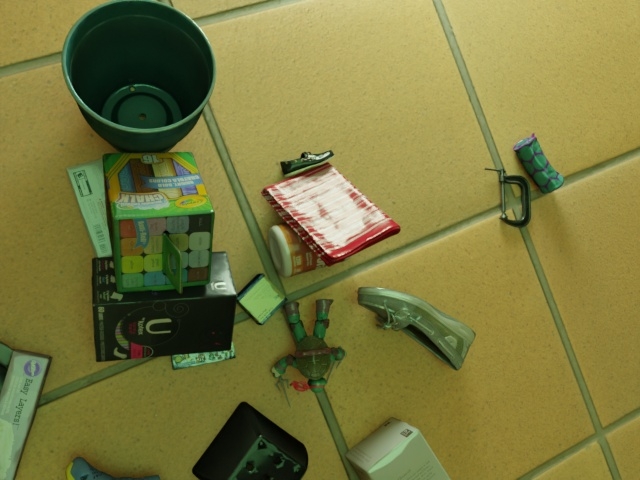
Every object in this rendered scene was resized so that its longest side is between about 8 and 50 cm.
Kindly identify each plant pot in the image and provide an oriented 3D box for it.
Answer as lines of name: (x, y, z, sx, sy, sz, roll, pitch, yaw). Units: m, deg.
plant pot: (-0.359, -0.291, 1.296, 0.272, 0.255, 0.271, 4, 75, -15)
plant pot: (-0.134, 0.479, 1.362, 0.187, 0.167, 0.188, 39, 76, -10)

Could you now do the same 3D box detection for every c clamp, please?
c clamp: (0.489, -0.111, 1.685, 0.137, 0.022, 0.160, -4, 85, -23)

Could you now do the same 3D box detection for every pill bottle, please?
pill bottle: (0.000, 0.000, 1.466, 0.216, 0.121, 0.121, -16, 90, -18)

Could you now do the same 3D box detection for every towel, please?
towel: (0.021, -0.067, 1.428, 0.199, 0.031, 0.275, -25, 53, -27)

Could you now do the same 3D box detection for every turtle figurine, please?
turtle figurine: (-0.018, 0.251, 1.449, 0.176, 0.118, 0.234, -2, 80, -18)

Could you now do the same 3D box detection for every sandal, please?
sandal: (-0.372, 0.530, 1.313, 0.317, 0.126, 0.138, 45, 71, -18)

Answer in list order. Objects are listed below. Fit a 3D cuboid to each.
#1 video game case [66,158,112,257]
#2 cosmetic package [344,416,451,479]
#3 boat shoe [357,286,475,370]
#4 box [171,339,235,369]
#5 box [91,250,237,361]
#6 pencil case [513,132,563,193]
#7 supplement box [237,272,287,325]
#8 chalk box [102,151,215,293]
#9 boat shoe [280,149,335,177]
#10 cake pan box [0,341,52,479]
video game case: (-0.415, -0.080, 1.394, 0.194, 0.023, 0.212, -19, 90, -18)
cosmetic package: (0.181, 0.527, 1.464, 0.152, 0.151, 0.183, -34, 95, -17)
boat shoe: (0.220, 0.200, 1.525, 0.321, 0.118, 0.103, 29, 73, -20)
box: (-0.260, 0.223, 1.415, 0.137, 0.027, 0.093, -9, 87, -18)
box: (-0.316, 0.131, 1.310, 0.271, 0.143, 0.165, -3, 130, -18)
pencil case: (0.570, -0.199, 1.692, 0.070, 0.064, 0.151, -36, 97, -1)
supplement box: (-0.135, 0.131, 1.447, 0.083, 0.056, 0.083, -45, 99, -16)
chalk box: (-0.306, -0.022, 1.225, 0.179, 0.289, 0.180, -4, 127, -20)
boat shoe: (-0.029, -0.187, 1.510, 0.133, 0.049, 0.041, -21, 100, -14)
cake pan box: (-0.681, 0.318, 1.255, 0.246, 0.070, 0.266, 18, 80, -18)
